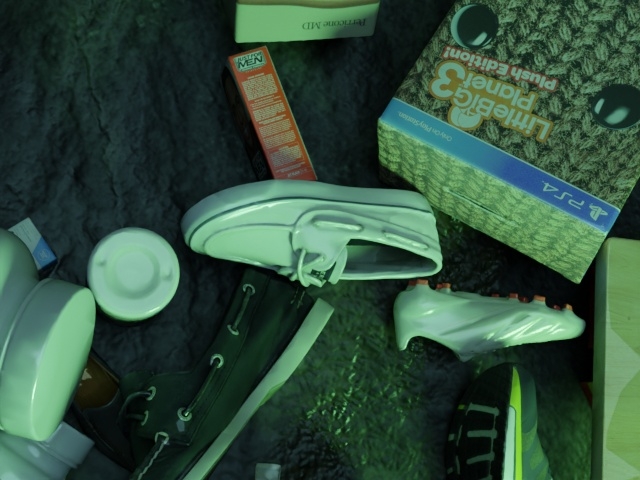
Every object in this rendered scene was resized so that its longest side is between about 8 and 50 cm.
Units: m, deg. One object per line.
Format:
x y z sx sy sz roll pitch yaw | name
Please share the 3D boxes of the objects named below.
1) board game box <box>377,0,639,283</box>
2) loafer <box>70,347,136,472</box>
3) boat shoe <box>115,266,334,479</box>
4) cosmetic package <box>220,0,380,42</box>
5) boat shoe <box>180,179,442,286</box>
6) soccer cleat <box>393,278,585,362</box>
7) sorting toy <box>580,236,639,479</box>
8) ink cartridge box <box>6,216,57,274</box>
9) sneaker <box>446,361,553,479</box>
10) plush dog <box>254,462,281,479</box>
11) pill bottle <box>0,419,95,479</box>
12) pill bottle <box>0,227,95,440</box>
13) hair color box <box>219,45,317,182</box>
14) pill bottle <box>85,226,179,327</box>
0.227 -0.149 0.955 0.232 0.141 0.291 28 74 14 | board game box
-0.195 0.151 0.879 0.170 0.061 0.062 46 73 -3 | loafer
-0.119 0.143 0.840 0.113 0.127 0.340 39 57 2 | boat shoe
-0.012 -0.337 0.874 0.153 0.296 0.129 -8 51 -13 | cosmetic package
0.000 0.000 0.914 0.258 0.095 0.084 -3 56 -19 | boat shoe
0.169 0.088 0.978 0.196 0.068 0.076 8 84 -5 | soccer cleat
0.389 0.143 1.005 0.257 0.089 0.255 7 79 -13 | sorting toy
-0.293 0.022 0.895 0.083 0.028 0.048 -35 89 -16 | ink cartridge box
0.202 0.268 0.943 0.121 0.111 0.300 -2 86 -24 | sneaker
-0.044 0.297 0.804 0.210 0.225 0.262 45 74 -3 | plush dog
-0.282 0.230 0.821 0.108 0.108 0.193 37 74 -5 | pill bottle
-0.354 0.055 0.765 0.323 0.181 0.181 14 77 3 | pill bottle
-0.053 -0.111 0.953 0.043 0.072 0.141 -19 84 -15 | hair color box
-0.171 0.037 0.865 0.078 0.137 0.078 3 79 -14 | pill bottle
